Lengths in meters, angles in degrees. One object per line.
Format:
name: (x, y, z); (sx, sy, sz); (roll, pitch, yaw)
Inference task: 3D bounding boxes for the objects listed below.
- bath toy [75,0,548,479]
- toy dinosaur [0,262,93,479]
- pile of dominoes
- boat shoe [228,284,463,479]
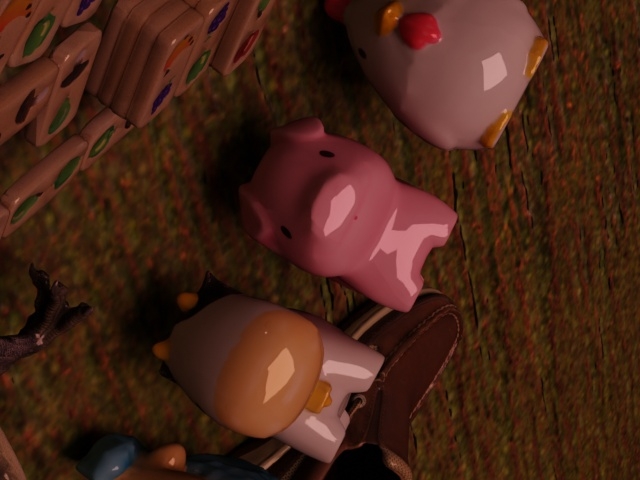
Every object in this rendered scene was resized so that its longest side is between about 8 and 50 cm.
bath toy: (0.000, 0.000, 0.850); (0.348, 0.129, 0.151); (-61, 176, -4)
toy dinosaur: (-0.179, 0.048, 0.703); (0.118, 0.064, 0.268); (-52, 144, -7)
pile of dominoes: (-0.094, -0.054, 0.609); (0.251, 0.040, 0.196); (-49, 173, -43)
boat shoe: (0.024, 0.135, 0.971); (0.257, 0.095, 0.095); (-47, 140, -25)
